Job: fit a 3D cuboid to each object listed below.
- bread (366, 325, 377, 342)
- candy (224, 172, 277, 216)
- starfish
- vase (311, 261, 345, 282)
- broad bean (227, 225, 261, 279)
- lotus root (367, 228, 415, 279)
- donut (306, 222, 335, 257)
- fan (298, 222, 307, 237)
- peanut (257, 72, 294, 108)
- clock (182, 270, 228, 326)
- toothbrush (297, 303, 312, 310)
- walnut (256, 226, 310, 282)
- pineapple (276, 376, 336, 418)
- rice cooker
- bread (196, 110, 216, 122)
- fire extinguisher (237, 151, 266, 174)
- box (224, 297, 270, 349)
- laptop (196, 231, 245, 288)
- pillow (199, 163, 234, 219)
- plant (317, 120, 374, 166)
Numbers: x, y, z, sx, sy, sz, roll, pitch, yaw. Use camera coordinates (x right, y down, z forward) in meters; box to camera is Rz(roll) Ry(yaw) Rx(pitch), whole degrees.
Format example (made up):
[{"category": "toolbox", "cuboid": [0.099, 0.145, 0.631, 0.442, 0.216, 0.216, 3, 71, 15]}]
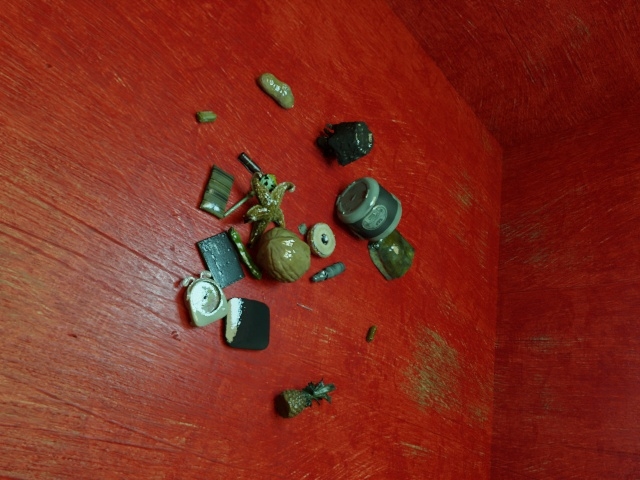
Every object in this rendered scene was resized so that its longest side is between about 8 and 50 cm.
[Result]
[{"category": "bread", "cuboid": [0.263, 0.481, 2.212, 0.036, 0.047, 0.083, 27, 54, -2]}, {"category": "candy", "cuboid": [-0.301, -0.187, 1.829, 0.083, 0.091, 0.305, 46, 60, 0]}, {"category": "starfish", "cuboid": [-0.229, -0.131, 1.793, 0.303, 0.113, 0.311, -30, 129, -52]}, {"category": "vase", "cuboid": [0.034, 0.157, 2.061, 0.211, 0.060, 0.059, -20, 94, -44]}, {"category": "broad bean", "cuboid": [-0.310, 0.054, 1.755, 0.052, 0.053, 0.256, -40, 110, -42]}, {"category": "lotus root", "cuboid": [0.401, 0.033, 2.394, 0.260, 0.149, 0.267, 51, 46, -23]}, {"category": "donut", "cuboid": [0.000, 0.000, 2.063, 0.175, 0.068, 0.174, 16, 67, -43]}, {"category": "fan", "cuboid": [-0.077, -0.042, 2.043, 0.056, 0.004, 0.083, -39, 107, -45]}, {"category": "peanut", "cuboid": [-0.205, -0.715, 2.042, 0.214, 0.099, 0.099, 30, 59, -29]}, {"category": "clock", "cuboid": [-0.433, 0.212, 1.588, 0.151, 0.062, 0.190, -21, 94, -45]}, {"category": "toothbrush", "cuboid": [-0.070, 0.303, 1.956, 0.097, 0.008, 0.006, 29, 74, -37]}, {"category": "walnut", "cuboid": [-0.154, 0.061, 1.783, 0.261, 0.225, 0.224, 58, 39, -57]}, {"category": "pineapple", "cuboid": [-0.056, 0.666, 1.804, 0.277, 0.119, 0.130, -2, 62, -46]}, {"category": "rice cooker", "cuboid": [0.251, -0.152, 2.208, 0.277, 0.288, 0.288, 36, 56, -34]}, {"category": "bread", "cuboid": [-0.468, -0.507, 1.764, 0.088, 0.034, 0.049, -26, 83, -49]}, {"category": "fire extinguisher", "cuboid": [-0.300, -0.329, 1.877, 0.056, 0.039, 0.132, -49, 119, -4]}, {"category": "box", "cuboid": [-0.291, 0.333, 1.710, 0.213, 0.042, 0.201, 15, 69, -40]}, {"category": "laptop", "cuboid": [-0.387, 0.079, 1.693, 0.154, 0.026, 0.207, -26, 98, -44]}, {"category": "pillow", "cuboid": [-0.414, -0.195, 1.731, 0.113, 0.038, 0.203, 31, 60, -38]}, {"category": "plant", "cuboid": [0.118, -0.490, 2.168, 0.199, 0.276, 0.188, 54, 52, -32]}]
